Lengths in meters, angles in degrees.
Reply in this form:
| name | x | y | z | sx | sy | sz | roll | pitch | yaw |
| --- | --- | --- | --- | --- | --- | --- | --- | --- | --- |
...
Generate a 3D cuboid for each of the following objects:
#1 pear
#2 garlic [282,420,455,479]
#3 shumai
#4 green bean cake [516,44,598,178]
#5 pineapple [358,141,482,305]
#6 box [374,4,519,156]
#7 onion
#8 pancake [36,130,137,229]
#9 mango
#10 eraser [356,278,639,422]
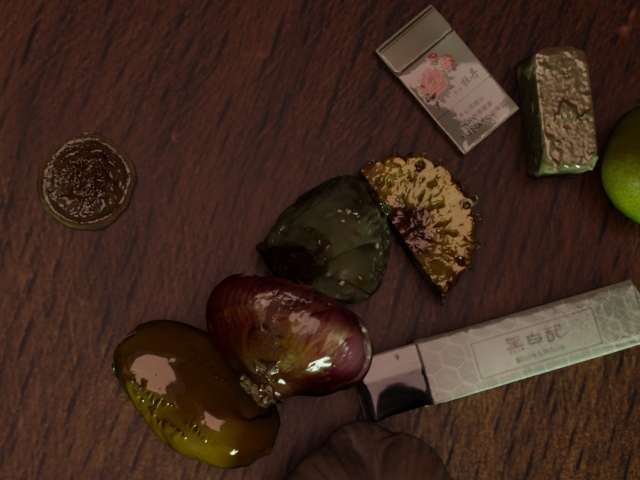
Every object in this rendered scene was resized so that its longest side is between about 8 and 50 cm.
| name | x | y | z | sx | sy | sz | roll | pitch | yaw |
| --- | --- | --- | --- | --- | --- | --- | --- | --- | --- |
| pear | 0.480 | -0.083 | 1.993 | 0.180 | 0.166 | 0.216 | -9 | 107 | -19 |
| garlic | 0.061 | 0.396 | 1.847 | 0.317 | 0.259 | 0.317 | 0 | 87 | -9 |
| shumai | 0.002 | -0.006 | 1.921 | 0.184 | 0.142 | 0.184 | 0 | 89 | 19 |
| green bean cake | 0.333 | -0.179 | 2.003 | 0.085 | 0.109 | 0.179 | -5 | 84 | -6 |
| pineapple | 0.164 | -0.038 | 1.989 | 0.135 | 0.079 | 0.233 | -29 | 87 | -9 |
| box | 0.180 | -0.228 | 2.034 | 0.109 | 0.029 | 0.198 | -40 | 90 | -8 |
| onion | -0.046 | 0.142 | 1.837 | 0.230 | 0.230 | 0.163 | 16 | 70 | -4 |
| pancake | -0.325 | -0.081 | 1.974 | 0.139 | 0.022 | 0.139 | 0 | 85 | -6 |
| mango | -0.169 | 0.210 | 1.895 | 0.249 | 0.156 | 0.151 | 40 | 103 | -9 |
| eraser | 0.248 | 0.153 | 1.968 | 0.404 | 0.098 | 0.096 | -15 | 85 | -7 |
